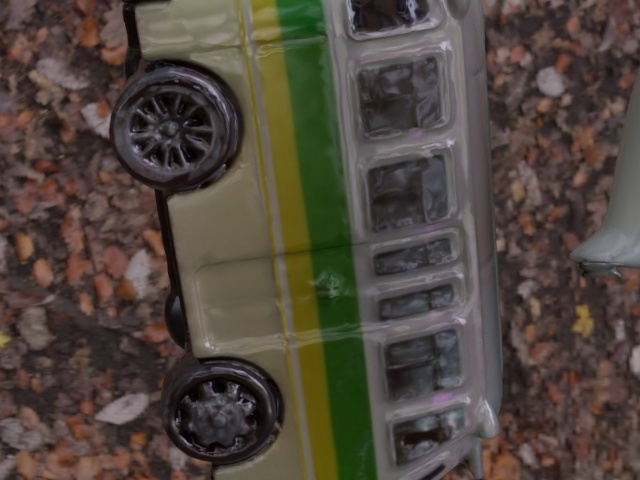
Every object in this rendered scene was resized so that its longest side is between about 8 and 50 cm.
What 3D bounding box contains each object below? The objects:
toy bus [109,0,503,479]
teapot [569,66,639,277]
[{"bbox_3d":[0.000,0.000,0.591,0.179,0.143,0.305,-8,111,-4],"label":"toy bus"},{"bbox_3d":[0.307,-0.072,0.535,0.424,0.252,0.280,-10,100,-11],"label":"teapot"}]
